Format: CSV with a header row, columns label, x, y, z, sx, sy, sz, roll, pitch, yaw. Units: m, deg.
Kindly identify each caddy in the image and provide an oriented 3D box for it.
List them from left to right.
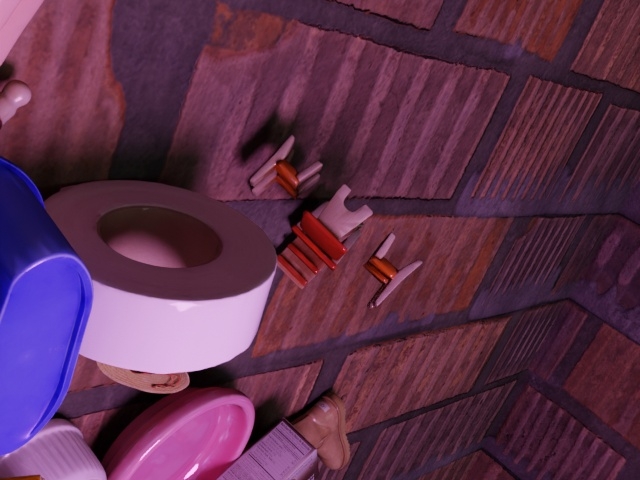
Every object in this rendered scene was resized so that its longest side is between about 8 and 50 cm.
label,x,y,z,sx,sy,sz,roll,pitch,yaw
caddy,-0.368,0.074,0.710,0.241,0.179,0.341,-13,137,-47

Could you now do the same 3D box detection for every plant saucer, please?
label,x,y,z,sx,sy,sz,roll,pitch,yaw
plant saucer,-0.261,0.378,1.308,0.332,0.084,0.332,-37,149,-26

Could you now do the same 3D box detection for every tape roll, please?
label,x,y,z,sx,sy,sz,roll,pitch,yaw
tape roll,-0.200,0.032,0.905,0.286,0.286,0.100,-12,128,-45

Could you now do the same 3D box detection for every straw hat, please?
label,x,y,z,sx,sy,sz,roll,pitch,yaw
straw hat,-0.264,0.174,1.155,0.144,0.144,0.061,79,16,-49

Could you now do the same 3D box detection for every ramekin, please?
label,x,y,z,sx,sy,sz,roll,pitch,yaw
ramekin,-0.411,0.373,1.096,0.207,0.109,0.207,-42,156,-24

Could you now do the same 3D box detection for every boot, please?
label,x,y,z,sx,sy,sz,roll,pitch,yaw
boot,-0.064,0.479,1.666,0.269,0.089,0.236,-28,127,-33

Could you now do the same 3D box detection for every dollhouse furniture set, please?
label,x,y,z,sx,sy,sz,roll,pitch,yaw
dollhouse furniture set,0.000,0.000,1.164,0.135,0.262,0.259,-45,177,-7

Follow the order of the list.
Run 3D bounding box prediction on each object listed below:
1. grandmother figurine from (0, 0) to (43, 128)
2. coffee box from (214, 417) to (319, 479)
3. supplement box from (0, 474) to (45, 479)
label,x,y,z,sx,sy,sz,roll,pitch,yaw
grandmother figurine,-0.366,-0.153,0.706,0.208,0.104,0.342,28,96,-47
coffee box,-0.123,0.481,1.450,0.246,0.098,0.141,-38,150,-26
supplement box,-0.502,0.424,0.864,0.356,0.194,0.195,-1,126,-16
